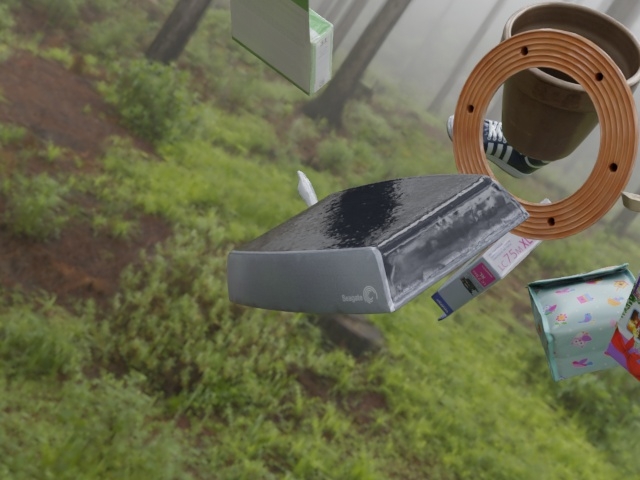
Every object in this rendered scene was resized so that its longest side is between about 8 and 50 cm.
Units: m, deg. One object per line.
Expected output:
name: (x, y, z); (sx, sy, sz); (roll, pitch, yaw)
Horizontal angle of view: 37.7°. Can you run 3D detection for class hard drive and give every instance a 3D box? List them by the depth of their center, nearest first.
hard drive: (0.031, 0.001, 0.793); (0.255, 0.172, 0.054); (-2, -65, 58)

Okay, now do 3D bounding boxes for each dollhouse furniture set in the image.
dollhouse furniture set: (0.498, -0.067, 1.325); (0.114, 0.081, 0.091); (11, 20, -13)

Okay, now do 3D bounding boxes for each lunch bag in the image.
lunch bag: (0.556, 0.146, 1.954); (0.262, 0.224, 0.160); (-87, 162, -59)

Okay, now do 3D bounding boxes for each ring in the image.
ring: (0.355, -0.168, 1.504); (0.032, 0.336, 0.337); (-10, 38, -44)

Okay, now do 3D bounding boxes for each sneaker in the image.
sneaker: (0.440, -0.243, 2.198); (0.282, 0.099, 0.153); (23, -27, -30)

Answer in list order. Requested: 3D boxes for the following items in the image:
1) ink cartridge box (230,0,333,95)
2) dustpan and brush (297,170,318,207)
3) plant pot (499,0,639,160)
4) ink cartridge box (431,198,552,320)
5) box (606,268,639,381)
ink cartridge box: (-0.059, -0.334, 1.328); (0.171, 0.056, 0.235); (40, -25, 20)
dustpan and brush: (0.000, 0.000, 1.339); (0.211, 0.060, 0.147); (60, 17, 16)
plant pot: (0.439, -0.275, 1.739); (0.263, 0.229, 0.263); (5, 47, -5)
ink cartridge box: (0.322, 0.045, 1.784); (0.065, 0.186, 0.311); (48, -24, 8)
box: (0.521, 0.153, 1.218); (0.057, 0.200, 0.293); (-11, 39, -30)
